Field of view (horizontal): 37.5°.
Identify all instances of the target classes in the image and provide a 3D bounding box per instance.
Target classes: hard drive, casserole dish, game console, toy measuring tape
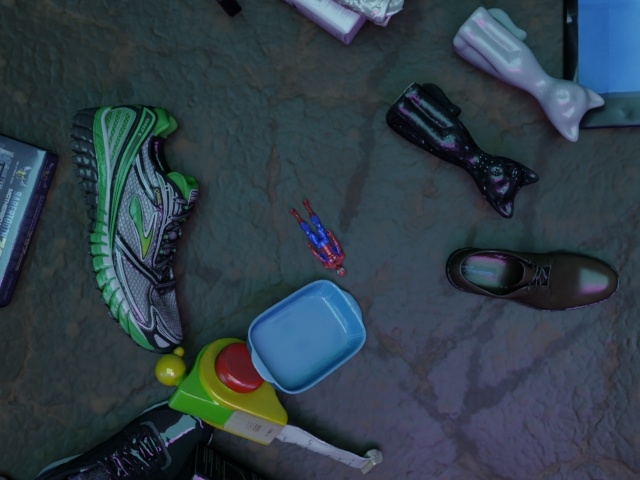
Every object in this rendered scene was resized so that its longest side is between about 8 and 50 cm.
[{"bbox_3d":[-0.159,-0.366,1.259,0.022,0.094,0.135,-36,88,4],"label":"hard drive"},{"bbox_3d":[-0.022,0.129,1.242,0.188,0.037,0.114,-31,85,-38],"label":"casserole dish"},{"bbox_3d":[0.432,-0.293,1.162,0.173,0.250,0.293,-1,90,-10],"label":"game console"},{"bbox_3d":[-0.064,0.211,1.266,0.330,0.121,0.121,23,92,-15],"label":"toy measuring tape"}]

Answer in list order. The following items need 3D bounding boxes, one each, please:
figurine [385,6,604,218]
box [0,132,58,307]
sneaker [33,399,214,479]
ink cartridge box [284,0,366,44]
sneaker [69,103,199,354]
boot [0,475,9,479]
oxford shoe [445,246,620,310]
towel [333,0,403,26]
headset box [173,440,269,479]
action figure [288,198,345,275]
[{"bbox_3d":[0.232,-0.169,1.227,0.209,0.092,0.215,42,93,7],"label":"figurine"},{"bbox_3d":[-0.489,-0.042,1.305,0.183,0.059,0.233,18,91,4],"label":"box"},{"bbox_3d":[-0.272,0.312,1.260,0.283,0.124,0.107,-30,89,4],"label":"sneaker"},{"bbox_3d":[-0.008,-0.389,1.250,0.218,0.092,0.158,36,92,1],"label":"ink cartridge box"},{"bbox_3d":[-0.230,-0.018,1.249,0.146,0.134,0.343,-11,89,3],"label":"sneaker"},{"bbox_3d":[-0.459,0.388,1.320,0.087,0.042,0.118,22,91,10],"label":"boot"},{"bbox_3d":[0.281,0.052,1.233,0.227,0.096,0.083,2,89,2],"label":"oxford shoe"},{"bbox_3d":[0.005,-0.406,1.179,0.282,0.049,0.187,26,91,4],"label":"towel"},{"bbox_3d":[-0.104,0.448,1.227,0.283,0.131,0.246,32,92,-8],"label":"headset box"},{"bbox_3d":[0.000,0.000,1.286,0.038,0.030,0.115,-34,90,-1],"label":"action figure"}]
